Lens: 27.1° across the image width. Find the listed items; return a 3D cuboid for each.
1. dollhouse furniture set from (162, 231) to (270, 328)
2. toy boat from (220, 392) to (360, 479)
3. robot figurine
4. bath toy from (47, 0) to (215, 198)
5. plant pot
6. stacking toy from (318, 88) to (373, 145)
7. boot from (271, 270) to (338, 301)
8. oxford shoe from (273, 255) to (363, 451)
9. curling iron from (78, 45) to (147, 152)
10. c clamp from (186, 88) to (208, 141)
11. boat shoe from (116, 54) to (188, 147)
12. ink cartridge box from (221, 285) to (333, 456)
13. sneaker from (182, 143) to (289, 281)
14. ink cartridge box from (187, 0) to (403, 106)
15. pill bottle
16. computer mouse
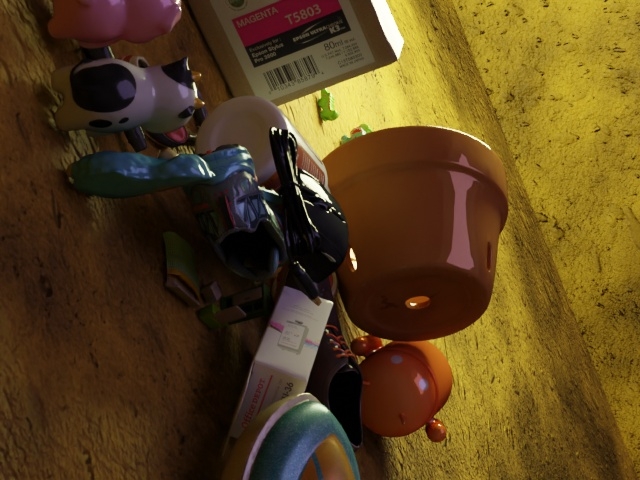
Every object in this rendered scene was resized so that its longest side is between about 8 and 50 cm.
[{"bbox_3d":[-0.117,0.047,1.507,0.151,0.058,0.076,48,29,-49],"label":"dollhouse furniture set"},{"bbox_3d":[0.024,0.301,1.408,0.318,0.148,0.267,18,71,-50],"label":"toy boat"},{"bbox_3d":[0.117,0.209,1.893,0.219,0.128,0.158,-16,101,-71],"label":"robot figurine"},{"bbox_3d":[-0.195,-0.223,1.350,0.151,0.129,0.348,-6,86,-61],"label":"bath toy"},{"bbox_3d":[0.130,0.008,1.866,0.291,0.291,0.203,48,30,-49],"label":"plant pot"},{"bbox_3d":[0.064,-0.126,2.170,0.167,0.052,0.221,38,38,-59],"label":"stacking toy"},{"bbox_3d":[-0.023,0.058,1.762,0.084,0.059,0.158,56,25,-25],"label":"boot"},{"bbox_3d":[0.010,0.138,1.647,0.097,0.098,0.271,4,74,-43],"label":"oxford shoe"},{"bbox_3d":[-0.253,-0.215,1.413,0.274,0.035,0.068,66,33,-21],"label":"curling iron"},{"bbox_3d":[-0.158,-0.144,1.624,0.161,0.022,0.137,8,66,-69],"label":"c clamp"},{"bbox_3d":[-0.187,-0.157,1.507,0.137,0.043,0.049,54,41,-37],"label":"boat shoe"},{"bbox_3d":[-0.048,0.155,1.495,0.198,0.067,0.115,-68,177,-57],"label":"ink cartridge box"},{"bbox_3d":[-0.087,-0.001,1.487,0.262,0.104,0.125,52,18,-65],"label":"sneaker"},{"bbox_3d":[-0.033,-0.296,1.777,0.193,0.235,0.088,63,20,-21],"label":"ink cartridge box"},{"bbox_3d":[-0.062,-0.083,1.655,0.216,0.121,0.121,47,30,-62],"label":"pill bottle"},{"bbox_3d":[0.000,0.000,1.526,0.262,0.060,0.184,71,9,-59],"label":"computer mouse"}]
